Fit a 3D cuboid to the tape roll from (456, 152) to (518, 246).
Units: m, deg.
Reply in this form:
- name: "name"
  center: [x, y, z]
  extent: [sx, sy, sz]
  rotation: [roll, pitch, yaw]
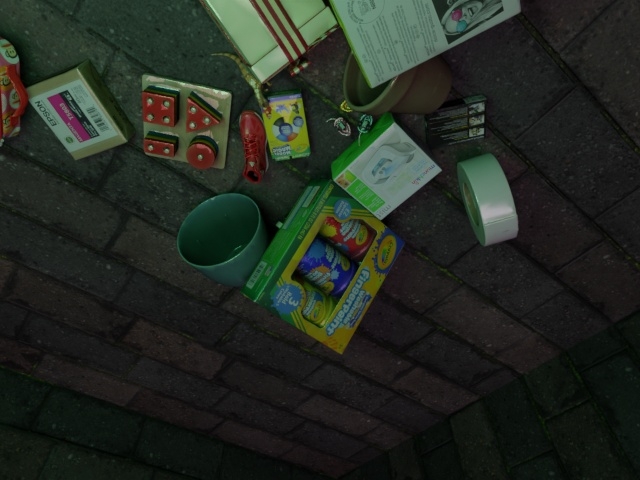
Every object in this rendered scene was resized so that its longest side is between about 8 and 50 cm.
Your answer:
- name: "tape roll"
  center: [0.525, -0.128, 1.347]
  extent: [0.100, 0.286, 0.286]
  rotation: [-17, 127, 11]

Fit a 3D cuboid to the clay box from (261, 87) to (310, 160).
- name: "clay box"
  center: [-0.103, -0.343, 1.309]
  extent: [0.127, 0.053, 0.222]
  rotation: [-9, 127, 2]

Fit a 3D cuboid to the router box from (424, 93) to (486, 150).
- name: "router box"
  center: [0.416, -0.363, 1.311]
  extent: [0.178, 0.046, 0.133]
  rotation: [-10, 128, 7]

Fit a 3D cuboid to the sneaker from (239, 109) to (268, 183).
- name: "sneaker"
  center: [-0.204, -0.279, 1.311]
  extent: [0.086, 0.128, 0.221]
  rotation: [-8, 128, 5]

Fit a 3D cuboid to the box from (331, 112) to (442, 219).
- name: "box"
  center: [0.205, -0.236, 1.359]
  extent: [0.231, 0.127, 0.262]
  rotation: [38, 118, -24]

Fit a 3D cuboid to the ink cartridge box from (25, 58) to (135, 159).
- name: "ink cartridge box"
  center: [-0.703, -0.378, 1.250]
  extent: [0.193, 0.088, 0.235]
  rotation: [-17, 127, 10]

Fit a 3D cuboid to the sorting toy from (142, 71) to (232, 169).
- name: "sorting toy"
  center: [-0.411, -0.341, 1.283]
  extent: [0.255, 0.090, 0.257]
  rotation: [9, 127, -9]

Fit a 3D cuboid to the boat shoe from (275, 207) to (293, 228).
- name: "boat shoe"
  center: [-0.002, -0.001, 1.548]
  extent: [0.340, 0.127, 0.113]
  rotation: [36, 86, -21]

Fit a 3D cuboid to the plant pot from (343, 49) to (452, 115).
- name: "plant pot"
  center: [0.225, -0.446, 1.138]
  extent: [0.229, 0.263, 0.263]
  rotation: [8, 130, -30]

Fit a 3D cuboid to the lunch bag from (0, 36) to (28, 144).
- name: "lunch bag"
  center: [-0.917, -0.416, 1.139]
  extent: [0.258, 0.120, 0.293]
  rotation: [23, 123, -2]

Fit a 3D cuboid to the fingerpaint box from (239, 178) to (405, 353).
- name: "fingerpaint box"
  center: [0.019, 0.085, 1.406]
  extent: [0.371, 0.163, 0.445]
  rotation: [37, 78, -26]

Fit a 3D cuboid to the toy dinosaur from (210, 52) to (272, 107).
- name: "toy dinosaur"
  center: [-0.198, -0.476, 1.186]
  extent: [0.112, 0.064, 0.212]
  rotation: [-38, 94, -12]

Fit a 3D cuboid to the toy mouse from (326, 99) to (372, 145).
- name: "toy mouse"
  center: [0.102, -0.358, 1.292]
  extent: [0.160, 0.031, 0.143]
  rotation: [-17, 102, 18]

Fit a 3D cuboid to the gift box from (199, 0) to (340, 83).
- name: "gift box"
  center: [-0.107, -0.541, 1.008]
  extent: [0.276, 0.255, 0.258]
  rotation: [-34, 121, 6]

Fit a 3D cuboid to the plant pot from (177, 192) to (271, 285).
- name: "plant pot"
  center: [-0.300, 0.025, 1.461]
  extent: [0.292, 0.293, 0.235]
  rotation: [-14, 143, 9]

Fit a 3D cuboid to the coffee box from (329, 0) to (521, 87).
- name: "coffee box"
  center: [0.151, -0.596, 0.842]
  extent: [0.334, 0.338, 0.338]
  rotation: [-23, 144, 16]
